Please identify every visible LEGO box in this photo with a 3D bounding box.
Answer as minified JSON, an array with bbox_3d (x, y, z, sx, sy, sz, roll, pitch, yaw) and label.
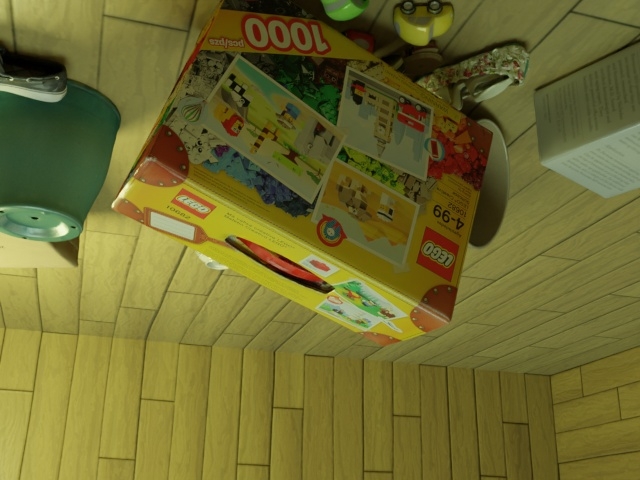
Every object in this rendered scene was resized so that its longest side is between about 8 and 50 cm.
[{"bbox_3d":[-0.008,-0.115,1.222,0.500,0.372,0.193,28,150,-18],"label":"LEGO box"}]

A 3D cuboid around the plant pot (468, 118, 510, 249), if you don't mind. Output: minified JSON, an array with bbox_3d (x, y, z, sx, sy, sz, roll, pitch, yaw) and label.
[{"bbox_3d":[0.213,-0.122,1.603,0.274,0.256,0.256,7,166,37],"label":"plant pot"}]

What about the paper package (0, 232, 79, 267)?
[{"bbox_3d":[-0.780,-0.050,1.887,0.325,0.168,0.309,-1,159,2],"label":"paper package"}]

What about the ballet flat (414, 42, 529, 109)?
[{"bbox_3d":[0.257,-0.276,1.376,0.241,0.077,0.091,-17,155,39],"label":"ballet flat"}]

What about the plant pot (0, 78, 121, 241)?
[{"bbox_3d":[-0.543,-0.144,1.511,0.271,0.255,0.272,1,159,1],"label":"plant pot"}]

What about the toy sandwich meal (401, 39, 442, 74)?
[{"bbox_3d":[0.172,-0.317,1.347,0.085,0.029,0.085,-6,168,-1],"label":"toy sandwich meal"}]

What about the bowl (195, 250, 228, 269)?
[{"bbox_3d":[-0.285,0.033,2.196,0.170,0.080,0.170,0,158,0],"label":"bowl"}]

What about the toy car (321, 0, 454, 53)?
[{"bbox_3d":[0.067,-0.348,1.232,0.239,0.053,0.225,-15,154,35],"label":"toy car"}]

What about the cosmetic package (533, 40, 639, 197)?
[{"bbox_3d":[0.625,-0.240,1.333,0.230,0.161,0.453,19,153,-37],"label":"cosmetic package"}]

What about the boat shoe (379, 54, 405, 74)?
[{"bbox_3d":[0.077,-0.263,1.388,0.223,0.080,0.073,-16,113,49],"label":"boat shoe"}]

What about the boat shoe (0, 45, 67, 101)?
[{"bbox_3d":[-0.558,-0.304,1.356,0.228,0.080,0.076,13,135,-19],"label":"boat shoe"}]
